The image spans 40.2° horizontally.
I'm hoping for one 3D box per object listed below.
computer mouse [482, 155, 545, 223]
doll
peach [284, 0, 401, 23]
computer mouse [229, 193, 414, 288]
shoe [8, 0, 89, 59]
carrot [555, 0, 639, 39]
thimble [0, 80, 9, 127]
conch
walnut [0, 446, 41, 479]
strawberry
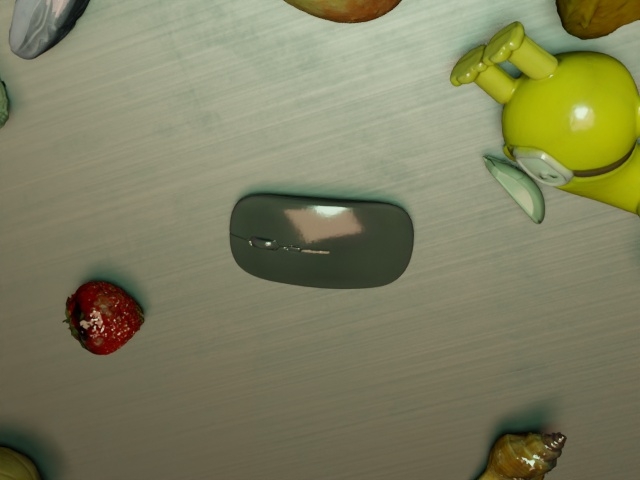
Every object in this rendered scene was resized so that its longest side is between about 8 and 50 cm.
[{"bbox_3d":[0.236,-0.068,1.041,0.032,0.056,0.110,-41,105,12],"label":"computer mouse"},{"bbox_3d":[0.309,-0.113,0.983,0.363,0.145,0.199,32,154,-21],"label":"doll"},{"bbox_3d":[0.027,-0.320,0.872,0.232,0.232,0.233,2,116,3],"label":"peach"},{"bbox_3d":[0.000,0.001,1.090,0.232,0.057,0.120,5,116,1],"label":"computer mouse"},{"bbox_3d":[-0.302,-0.319,0.941,0.137,0.095,0.245,30,111,-7],"label":"shoe"},{"bbox_3d":[0.315,-0.349,0.796,0.241,0.241,0.341,-14,113,11],"label":"carrot"},{"bbox_3d":[-0.430,-0.169,1.016,0.090,0.102,0.115,-20,84,14],"label":"thimble"},{"bbox_3d":[0.270,0.329,1.224,0.080,0.086,0.233,-15,138,-33],"label":"conch"},{"bbox_3d":[-0.496,0.383,1.260,0.207,0.167,0.167,-17,114,15],"label":"walnut"},{"bbox_3d":[-0.281,0.099,1.144,0.106,0.106,0.106,2,116,3],"label":"strawberry"}]
